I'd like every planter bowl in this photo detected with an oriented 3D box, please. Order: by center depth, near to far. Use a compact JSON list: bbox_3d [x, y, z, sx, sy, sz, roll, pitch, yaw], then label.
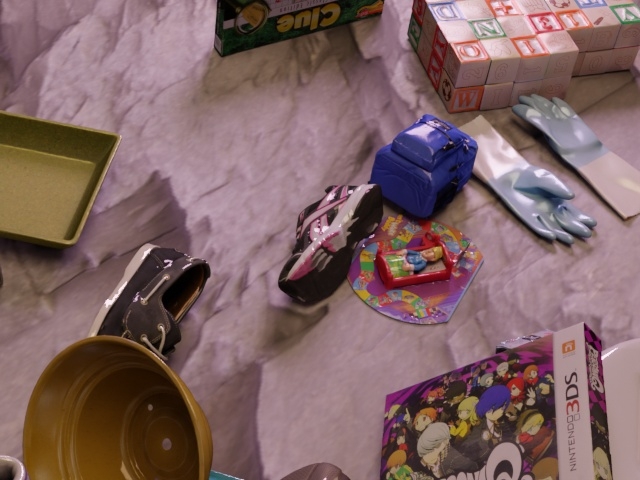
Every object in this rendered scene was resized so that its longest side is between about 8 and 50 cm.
[{"bbox_3d":[-0.166,0.193,1.112,0.217,0.217,0.090,40,21,26],"label":"planter bowl"}]

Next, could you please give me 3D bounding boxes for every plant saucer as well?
[{"bbox_3d":[-0.344,-0.064,1.389,0.188,0.045,0.188,11,46,2],"label":"plant saucer"}]

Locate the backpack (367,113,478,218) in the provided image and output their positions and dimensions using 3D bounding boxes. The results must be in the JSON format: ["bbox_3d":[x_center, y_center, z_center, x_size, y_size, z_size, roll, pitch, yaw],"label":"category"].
[{"bbox_3d":[0.135,-0.098,1.453,0.098,0.101,0.120,38,45,19],"label":"backpack"}]

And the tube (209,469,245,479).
[{"bbox_3d":[-0.112,0.294,1.093,0.080,0.052,0.207,19,42,5],"label":"tube"}]

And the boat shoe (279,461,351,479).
[{"bbox_3d":[-0.040,0.357,0.995,0.130,0.132,0.355,42,53,-25],"label":"boat shoe"}]

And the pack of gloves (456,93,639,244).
[{"bbox_3d":[0.295,-0.105,1.511,0.195,0.046,0.232,-28,61,-28],"label":"pack of gloves"}]

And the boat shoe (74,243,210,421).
[{"bbox_3d":[-0.185,0.094,1.239,0.079,0.084,0.233,15,45,11],"label":"boat shoe"}]

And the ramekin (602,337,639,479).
[{"bbox_3d":[0.343,0.223,1.159,0.277,0.135,0.277,4,47,-4],"label":"ramekin"}]

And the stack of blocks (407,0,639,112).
[{"bbox_3d":[0.289,-0.277,1.649,0.297,0.087,0.171,-9,49,-16],"label":"stack of blocks"}]

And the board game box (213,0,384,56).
[{"bbox_3d":[-0.021,-0.337,1.629,0.260,0.136,0.030,-20,56,-23],"label":"board game box"}]

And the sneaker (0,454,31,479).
[{"bbox_3d":[-0.340,0.290,0.984,0.102,0.161,0.282,26,50,14],"label":"sneaker"}]

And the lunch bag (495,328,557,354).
[{"bbox_3d":[0.235,0.131,1.287,0.071,0.053,0.083,-11,41,-20],"label":"lunch bag"}]

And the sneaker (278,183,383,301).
[{"bbox_3d":[0.000,0.000,1.378,0.077,0.072,0.178,12,43,34],"label":"sneaker"}]

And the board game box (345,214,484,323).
[{"bbox_3d":[0.110,0.020,1.385,0.133,0.033,0.168,25,48,14],"label":"board game box"}]

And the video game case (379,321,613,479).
[{"bbox_3d":[0.157,0.202,1.118,0.232,0.042,0.210,-25,38,30],"label":"video game case"}]

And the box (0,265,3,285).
[{"bbox_3d":[-0.514,0.090,1.201,0.257,0.079,0.322,19,48,8],"label":"box"}]
